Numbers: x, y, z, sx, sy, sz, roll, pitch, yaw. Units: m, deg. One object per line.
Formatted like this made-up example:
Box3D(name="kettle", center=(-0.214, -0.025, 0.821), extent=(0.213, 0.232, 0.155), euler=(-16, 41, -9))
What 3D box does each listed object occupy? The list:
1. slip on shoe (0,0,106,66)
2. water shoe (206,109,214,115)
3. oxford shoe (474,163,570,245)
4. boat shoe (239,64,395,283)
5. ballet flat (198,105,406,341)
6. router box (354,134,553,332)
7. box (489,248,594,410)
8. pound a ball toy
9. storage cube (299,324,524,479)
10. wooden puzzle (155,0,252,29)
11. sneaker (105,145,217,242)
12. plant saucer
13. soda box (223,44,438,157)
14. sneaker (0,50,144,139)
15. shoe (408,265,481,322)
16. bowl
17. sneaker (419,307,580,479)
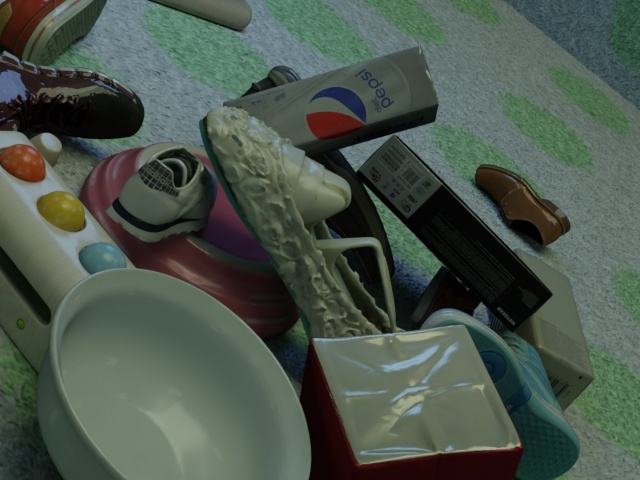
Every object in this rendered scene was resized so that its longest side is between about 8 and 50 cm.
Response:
Box3D(name="slip on shoe", center=(-0.383, -0.353, 1.923), extent=(0.101, 0.123, 0.331), euler=(31, 31, -2))
Box3D(name="water shoe", center=(-0.077, -0.159, 2.005), extent=(0.203, 0.080, 0.073), euler=(30, 26, -13))
Box3D(name="oxford shoe", center=(0.354, -0.067, 2.390), extent=(0.076, 0.076, 0.212), euler=(-37, 58, -22))
Box3D(name="boat shoe", center=(-0.012, -0.081, 1.911), extent=(0.355, 0.130, 0.132), euler=(60, 2, 11))
Box3D(name="ballet flat", center=(0.000, 0.000, 1.590), extent=(0.409, 0.147, 0.147), euler=(63, 21, -17))
Box3D(name="router box", center=(0.186, -0.017, 1.860), extent=(0.309, 0.081, 0.243), euler=(45, 6, 0))
Box3D(name="box", center=(0.331, 0.136, 1.998), extent=(0.113, 0.094, 0.275), euler=(30, 27, -14))
Box3D(name="pound a ball toy", center=(-0.293, -0.017, 1.457), extent=(0.319, 0.136, 0.208), euler=(48, 29, 21))
Box3D(name="storage cube", center=(0.085, 0.227, 1.384), extent=(0.184, 0.193, 0.215), euler=(-3, 39, -16))
Box3D(name="wooden puzzle", center=(-0.296, -0.547, 2.371), extent=(0.322, 0.080, 0.348), euler=(14, 34, -38))
Box3D(name="sneaker", center=(-0.165, -0.067, 1.544), extent=(0.090, 0.095, 0.235), euler=(32, 18, 4))
Box3D(name="plant saucer", center=(-0.145, -0.017, 1.691), extent=(0.332, 0.084, 0.332), euler=(28, 28, -17))
Box3D(name="soda box", center=(0.015, -0.178, 1.807), extent=(0.098, 0.286, 0.091), euler=(80, -6, -80))
Box3D(name="sneaker", center=(-0.362, -0.151, 1.651), extent=(0.281, 0.106, 0.162), euler=(14, 38, -18))
Box3D(name="shoe", center=(0.189, 0.094, 1.928), extent=(0.081, 0.063, 0.178), euler=(34, 21, 5))
Box3D(name="bowl", center=(-0.164, 0.183, 1.269), extent=(0.298, 0.134, 0.298), euler=(32, 32, -23))
Box3D(name="sneaker", center=(0.212, 0.165, 1.735), extent=(0.319, 0.127, 0.208), euler=(51, 13, -31))
